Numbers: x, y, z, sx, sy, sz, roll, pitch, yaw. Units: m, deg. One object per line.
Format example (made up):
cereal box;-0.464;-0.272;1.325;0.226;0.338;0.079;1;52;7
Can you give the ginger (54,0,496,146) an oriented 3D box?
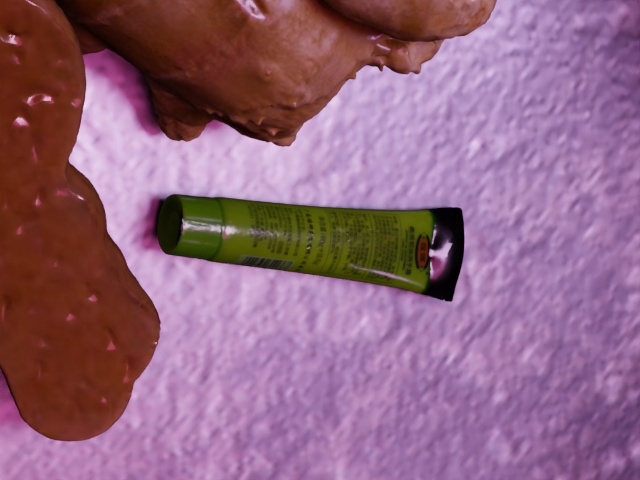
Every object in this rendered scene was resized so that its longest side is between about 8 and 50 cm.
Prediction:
ginger;-0.050;-0.094;0.602;0.205;0.115;0.081;24;73;-4

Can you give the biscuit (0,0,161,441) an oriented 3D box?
biscuit;-0.139;-0.023;0.571;0.144;0.040;0.236;-21;121;-13

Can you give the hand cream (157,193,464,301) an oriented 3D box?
hand cream;0.000;0.000;0.676;0.122;0.023;0.036;6;87;-28
